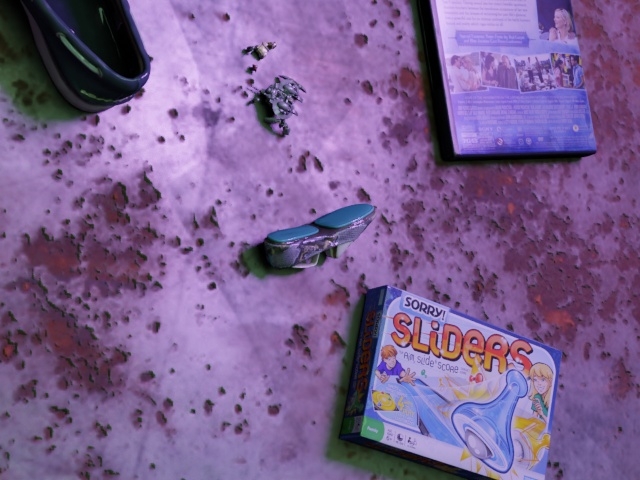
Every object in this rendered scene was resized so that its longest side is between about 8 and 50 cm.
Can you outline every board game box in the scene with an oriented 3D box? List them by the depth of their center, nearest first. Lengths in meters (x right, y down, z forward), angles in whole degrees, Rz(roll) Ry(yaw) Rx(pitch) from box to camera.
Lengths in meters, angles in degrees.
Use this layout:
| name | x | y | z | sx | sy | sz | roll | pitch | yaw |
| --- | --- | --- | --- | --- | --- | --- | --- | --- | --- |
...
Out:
| name | x | y | z | sx | sy | sz | roll | pitch | yaw |
| --- | --- | --- | --- | --- | --- | --- | --- | --- | --- |
| board game box | 0.119 | 0.134 | 1.314 | 0.201 | 0.035 | 0.136 | 21 | 69 | -28 |

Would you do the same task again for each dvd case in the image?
| name | x | y | z | sx | sy | sz | roll | pitch | yaw |
| --- | --- | --- | --- | --- | --- | --- | --- | --- | --- |
| dvd case | 0.173 | -0.201 | 1.432 | 0.180 | 0.022 | 0.253 | -4 | 82 | -32 |

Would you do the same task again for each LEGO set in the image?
| name | x | y | z | sx | sy | sz | roll | pitch | yaw |
| --- | --- | --- | --- | --- | --- | --- | --- | --- | --- |
| LEGO set | -0.037 | -0.133 | 1.280 | 0.054 | 0.023 | 0.083 | -37 | 100 | -33 |

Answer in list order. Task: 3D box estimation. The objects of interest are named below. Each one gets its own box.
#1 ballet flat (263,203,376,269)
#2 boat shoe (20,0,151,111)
| name | x | y | z | sx | sy | sz | roll | pitch | yaw |
| --- | --- | --- | --- | --- | --- | --- | --- | --- | --- |
| ballet flat | 0.000 | 0.000 | 1.271 | 0.114 | 0.041 | 0.041 | -19 | 90 | -34 |
| boat shoe | -0.210 | -0.221 | 1.154 | 0.095 | 0.079 | 0.254 | -26 | 94 | -34 |
